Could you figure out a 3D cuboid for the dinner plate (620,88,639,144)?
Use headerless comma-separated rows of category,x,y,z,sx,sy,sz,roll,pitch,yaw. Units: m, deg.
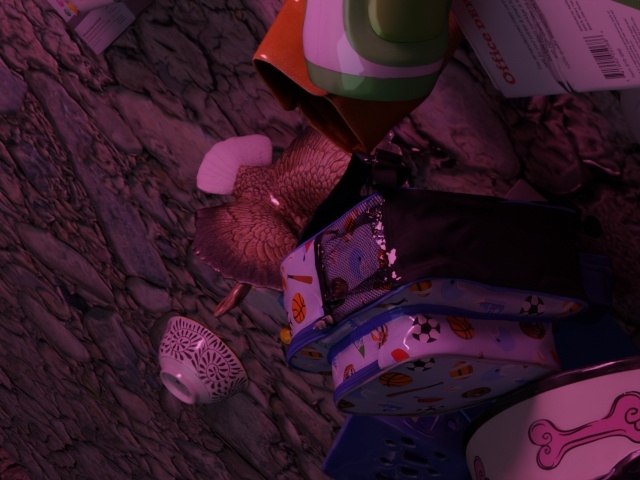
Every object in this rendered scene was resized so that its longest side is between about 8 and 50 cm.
dinner plate,0.328,-0.102,1.355,0.141,0.017,0.141,30,149,21

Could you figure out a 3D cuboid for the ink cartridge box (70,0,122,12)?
ink cartridge box,-0.227,-0.349,1.642,0.219,0.092,0.160,-1,130,53

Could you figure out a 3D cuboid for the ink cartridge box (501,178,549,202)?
ink cartridge box,0.176,0.020,1.628,0.060,0.104,0.180,41,152,3

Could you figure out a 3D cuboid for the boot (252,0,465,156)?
boot,0.000,-0.236,1.380,0.295,0.211,0.104,48,151,-11

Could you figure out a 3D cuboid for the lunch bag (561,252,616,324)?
lunch bag,0.261,0.045,1.578,0.098,0.065,0.067,7,155,-9

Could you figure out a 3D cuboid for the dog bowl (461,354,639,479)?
dog bowl,0.344,0.250,1.452,0.408,0.150,0.408,-1,153,-1

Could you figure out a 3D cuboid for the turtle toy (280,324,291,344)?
turtle toy,0.016,0.115,2.003,0.130,0.095,0.066,32,129,18

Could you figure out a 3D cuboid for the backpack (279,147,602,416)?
backpack,0.094,0.059,1.434,0.276,0.213,0.263,13,160,-30

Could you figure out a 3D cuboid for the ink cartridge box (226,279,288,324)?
ink cartridge box,-0.052,0.045,1.959,0.143,0.090,0.092,26,161,29

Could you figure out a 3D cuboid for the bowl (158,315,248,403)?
bowl,-0.205,0.209,2.421,0.170,0.080,0.170,32,151,20

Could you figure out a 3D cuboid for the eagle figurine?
eagle figurine,-0.032,-0.030,1.726,0.225,0.226,0.298,5,169,-5

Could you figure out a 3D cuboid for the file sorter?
file sorter,0.243,0.149,1.640,0.118,0.170,0.104,50,156,6

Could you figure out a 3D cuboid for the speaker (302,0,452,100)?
speaker,0.054,-0.271,1.237,0.131,0.131,0.297,21,118,35

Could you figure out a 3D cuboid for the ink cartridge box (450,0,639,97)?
ink cartridge box,0.215,-0.207,1.274,0.208,0.087,0.153,2,132,52

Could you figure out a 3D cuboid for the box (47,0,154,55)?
box,-0.299,-0.325,1.832,0.186,0.038,0.145,49,152,-10

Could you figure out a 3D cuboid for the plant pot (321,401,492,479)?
plant pot,0.159,0.200,1.781,0.212,0.236,0.236,32,152,5
